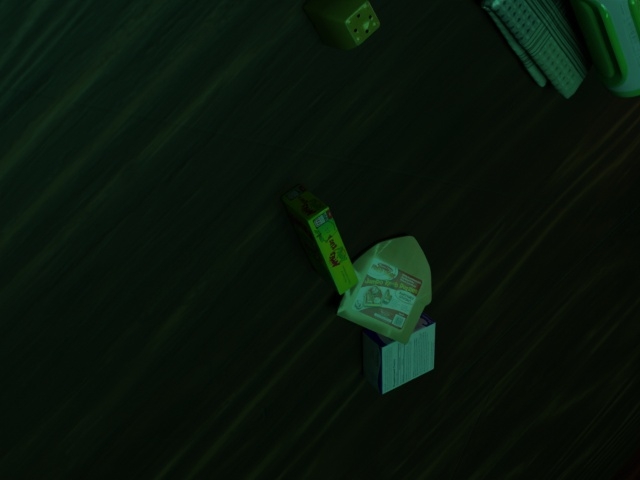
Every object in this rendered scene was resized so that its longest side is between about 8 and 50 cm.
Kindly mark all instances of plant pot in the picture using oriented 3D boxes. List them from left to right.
[{"bbox_3d":[0.041,-0.333,1.204,0.081,0.083,0.081,-44,133,-6],"label":"plant pot"}]

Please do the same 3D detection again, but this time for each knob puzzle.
[{"bbox_3d":[0.131,0.079,1.547,0.213,0.030,0.213,-4,100,-23],"label":"knob puzzle"}]

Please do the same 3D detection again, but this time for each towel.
[{"bbox_3d":[0.451,-0.457,1.463,0.324,0.056,0.312,34,92,-42],"label":"towel"}]

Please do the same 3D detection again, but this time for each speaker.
[{"bbox_3d":[0.517,-0.390,1.425,0.131,0.131,0.296,-45,132,-4],"label":"speaker"}]

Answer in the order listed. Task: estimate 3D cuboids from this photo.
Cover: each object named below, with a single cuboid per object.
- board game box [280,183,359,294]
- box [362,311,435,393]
[{"bbox_3d":[0.000,0.000,1.375,0.043,0.092,0.181,-35,132,-12],"label":"board game box"},{"bbox_3d":[0.158,0.221,1.643,0.137,0.072,0.126,-21,127,-26],"label":"box"}]
